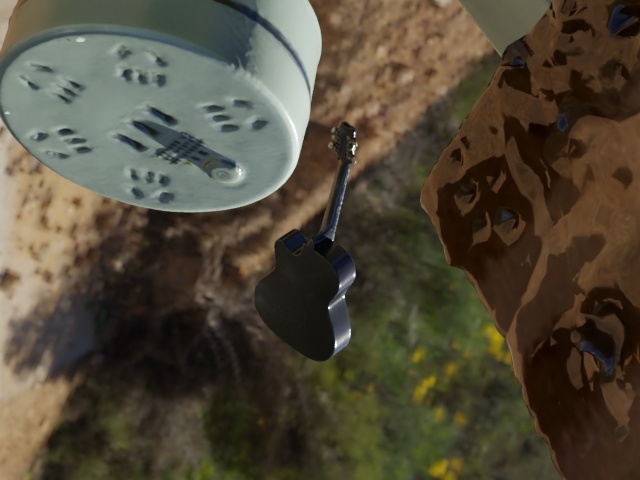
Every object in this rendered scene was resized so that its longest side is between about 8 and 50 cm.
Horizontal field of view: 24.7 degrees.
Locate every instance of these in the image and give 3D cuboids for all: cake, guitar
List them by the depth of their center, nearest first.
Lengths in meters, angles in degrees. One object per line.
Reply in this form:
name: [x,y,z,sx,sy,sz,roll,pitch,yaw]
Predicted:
cake: [0.190,0.034,0.477,0.196,0.293,0.199,-2,148,-33]
guitar: [0.000,0.000,1.151,0.025,0.088,0.233,-35,151,-39]

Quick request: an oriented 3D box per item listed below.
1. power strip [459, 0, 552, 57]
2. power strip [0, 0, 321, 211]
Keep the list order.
power strip: [0.122,-0.193,0.990,0.091,0.385,0.062,-10,150,-49]
power strip: [-0.183,-0.184,1.574,0.357,0.357,0.161,82,17,-58]
